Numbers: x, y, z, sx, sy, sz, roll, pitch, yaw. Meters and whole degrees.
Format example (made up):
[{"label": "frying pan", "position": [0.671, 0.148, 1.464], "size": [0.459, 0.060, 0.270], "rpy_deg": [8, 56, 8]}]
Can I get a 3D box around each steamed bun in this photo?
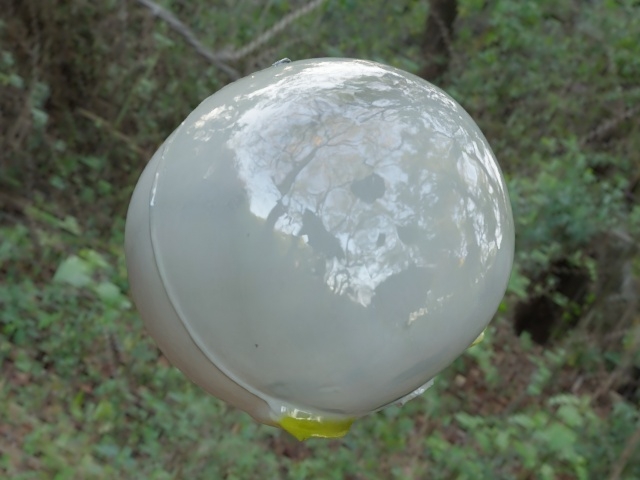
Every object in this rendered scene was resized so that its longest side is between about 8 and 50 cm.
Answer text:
[{"label": "steamed bun", "position": [0.004, -0.002, 1.237], "size": [0.374, 0.334, 0.334], "rpy_deg": [-27, 51, -36]}]
